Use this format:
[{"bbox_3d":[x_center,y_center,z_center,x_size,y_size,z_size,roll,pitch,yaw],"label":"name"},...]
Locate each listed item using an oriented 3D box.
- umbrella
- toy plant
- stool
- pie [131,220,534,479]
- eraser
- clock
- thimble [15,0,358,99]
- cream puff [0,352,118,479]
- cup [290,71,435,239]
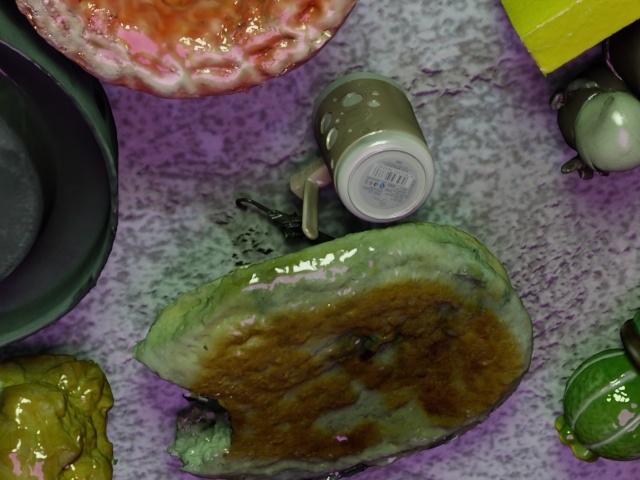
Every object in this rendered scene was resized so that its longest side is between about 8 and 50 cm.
[{"bbox_3d":[0.002,-0.001,1.414,0.149,0.022,0.022,23,156,-24],"label":"umbrella"},{"bbox_3d":[0.254,0.110,1.493,0.093,0.093,0.162,37,111,-28],"label":"toy plant"},{"bbox_3d":[0.249,-0.118,1.335,0.217,0.121,0.125,-43,121,10],"label":"stool"},{"bbox_3d":[0.014,0.088,1.422,0.303,0.067,0.302,-9,138,-8],"label":"pie"},{"bbox_3d":[0.182,-0.177,1.294,0.122,0.097,0.045,-34,124,10],"label":"eraser"},{"bbox_3d":[-0.287,-0.050,1.253,0.319,0.066,0.319,1,132,1],"label":"clock"},{"bbox_3d":[-0.093,-0.217,1.179,0.239,0.162,0.239,-4,124,-6],"label":"thimble"},{"bbox_3d":[-0.205,0.155,1.409,0.116,0.146,0.146,-5,124,-29],"label":"cream puff"},{"bbox_3d":[0.024,-0.059,1.334,0.102,0.099,0.074,-19,123,0],"label":"cup"}]
